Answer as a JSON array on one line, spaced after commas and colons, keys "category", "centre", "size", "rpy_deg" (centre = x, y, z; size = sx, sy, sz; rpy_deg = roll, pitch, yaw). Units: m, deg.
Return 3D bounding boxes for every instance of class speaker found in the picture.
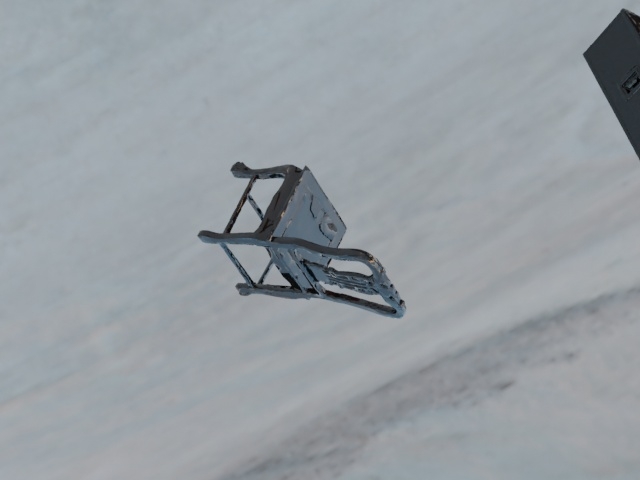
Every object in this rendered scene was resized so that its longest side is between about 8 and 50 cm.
[{"category": "speaker", "centre": [0.242, -0.049, 0.893], "size": [0.082, 0.218, 0.044], "rpy_deg": [16, 130, -34]}]

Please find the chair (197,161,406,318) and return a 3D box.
[{"category": "chair", "centre": [0.000, 0.000, 1.466], "size": [0.229, 0.106, 0.113], "rpy_deg": [5, -125, 35]}]
